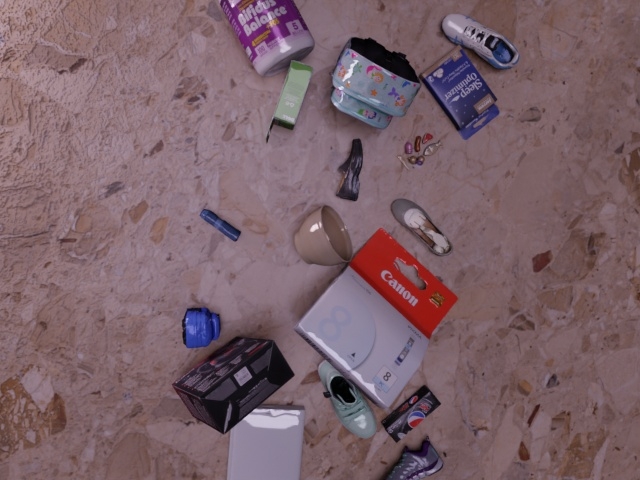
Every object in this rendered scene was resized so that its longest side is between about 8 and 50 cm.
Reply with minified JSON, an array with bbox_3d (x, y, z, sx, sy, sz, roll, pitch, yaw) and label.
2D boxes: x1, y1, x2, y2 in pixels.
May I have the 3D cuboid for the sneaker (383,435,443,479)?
[{"bbox_3d":[0.234,0.649,1.571,0.223,0.083,0.098,-25,76,-9],"label":"sneaker"}]

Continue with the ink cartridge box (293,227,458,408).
[{"bbox_3d":[0.166,0.190,1.452,0.308,0.091,0.385,42,72,-1],"label":"ink cartridge box"}]

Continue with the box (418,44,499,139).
[{"bbox_3d":[0.394,-0.408,1.528,0.136,0.036,0.225,-39,98,-3],"label":"box"}]

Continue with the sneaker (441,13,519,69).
[{"bbox_3d":[0.440,-0.549,1.499,0.237,0.086,0.085,29,92,-6],"label":"sneaker"}]

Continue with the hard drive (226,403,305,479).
[{"bbox_3d":[-0.155,0.613,1.531,0.202,0.040,0.308,4,93,-7],"label":"hard drive"}]

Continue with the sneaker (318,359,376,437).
[{"bbox_3d":[0.079,0.453,1.491,0.094,0.151,0.256,-33,98,-5],"label":"sneaker"}]

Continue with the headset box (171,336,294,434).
[{"bbox_3d":[-0.229,0.347,1.375,0.218,0.293,0.110,-35,100,-28],"label":"headset box"}]

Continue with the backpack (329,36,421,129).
[{"bbox_3d":[0.136,-0.398,1.392,0.225,0.254,0.191,25,111,-9],"label":"backpack"}]

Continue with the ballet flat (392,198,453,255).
[{"bbox_3d":[0.288,-0.038,1.523,0.213,0.068,0.072,44,88,-7],"label":"ballet flat"}]

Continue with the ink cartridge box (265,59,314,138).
[{"bbox_3d":[-0.082,-0.351,1.440,0.062,0.109,0.210,19,91,-7],"label":"ink cartridge box"}]

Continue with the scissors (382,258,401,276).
[{"bbox_3d":[0.194,0.203,1.552,0.108,0.021,0.298,-12,93,-8],"label":"scissors"}]

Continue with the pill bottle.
[{"bbox_3d":[-0.153,-0.585,1.387,0.169,0.169,0.302,-30,97,-4],"label":"pill bottle"}]

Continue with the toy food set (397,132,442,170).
[{"bbox_3d":[0.276,-0.255,1.532,0.122,0.019,0.078,-43,97,-2],"label":"toy food set"}]

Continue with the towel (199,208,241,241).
[{"bbox_3d":[-0.264,-0.042,1.460,0.119,0.067,0.029,37,91,-7],"label":"towel"}]

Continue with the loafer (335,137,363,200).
[{"bbox_3d":[0.080,-0.194,1.495,0.061,0.062,0.170,6,92,-2],"label":"loafer"}]

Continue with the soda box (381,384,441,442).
[{"bbox_3d":[0.256,0.490,1.559,0.169,0.060,0.053,-40,98,-3],"label":"soda box"}]

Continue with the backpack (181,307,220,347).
[{"bbox_3d":[-0.315,0.227,1.446,0.101,0.120,0.098,-6,94,-6],"label":"backpack"}]

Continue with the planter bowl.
[{"bbox_3d":[0.000,0.000,1.462,0.109,0.162,0.162,-24,97,23],"label":"planter bowl"}]
